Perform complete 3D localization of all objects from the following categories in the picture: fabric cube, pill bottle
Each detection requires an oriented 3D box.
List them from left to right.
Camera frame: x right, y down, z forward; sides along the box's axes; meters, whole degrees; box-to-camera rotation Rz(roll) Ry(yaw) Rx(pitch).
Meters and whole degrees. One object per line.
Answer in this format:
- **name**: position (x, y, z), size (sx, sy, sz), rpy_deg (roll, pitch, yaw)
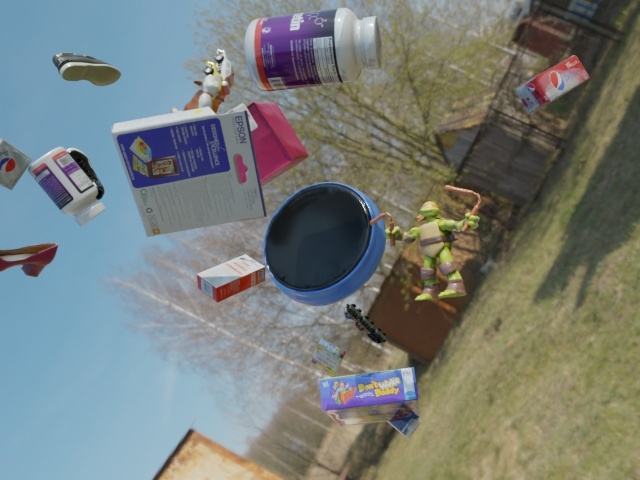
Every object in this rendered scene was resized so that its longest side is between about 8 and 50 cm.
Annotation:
- **pill bottle**: position (-0.649, -0.135, 1.586), size (0.108, 0.193, 0.108), rpy_deg (-34, 13, 9)
- **fabric cube**: position (-0.237, -0.342, 2.278), size (0.259, 0.254, 0.258), rpy_deg (-31, 5, 17)
- **pill bottle**: position (-0.014, -0.477, 1.534), size (0.181, 0.323, 0.181), rpy_deg (-2, -90, -76)
- **pill bottle**: position (0.229, 0.515, 1.795), size (0.067, 0.120, 0.067), rpy_deg (-43, -24, -24)

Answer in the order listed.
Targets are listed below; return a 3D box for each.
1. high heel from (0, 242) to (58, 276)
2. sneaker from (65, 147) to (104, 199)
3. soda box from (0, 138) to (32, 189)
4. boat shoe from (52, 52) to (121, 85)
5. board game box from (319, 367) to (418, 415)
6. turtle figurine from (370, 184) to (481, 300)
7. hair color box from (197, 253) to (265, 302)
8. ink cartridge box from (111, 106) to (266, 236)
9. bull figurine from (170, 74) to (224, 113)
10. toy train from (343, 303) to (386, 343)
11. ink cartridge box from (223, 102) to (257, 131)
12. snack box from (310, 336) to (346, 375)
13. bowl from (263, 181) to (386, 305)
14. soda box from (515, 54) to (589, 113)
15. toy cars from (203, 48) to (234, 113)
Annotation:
- **high heel**: position (-0.858, 0.032, 1.724), size (0.117, 0.082, 0.244), rpy_deg (-54, -32, 4)
- **sneaker**: position (-0.874, -0.243, 2.303), size (0.079, 0.121, 0.217), rpy_deg (-36, -39, -13)
- **soda box**: position (-0.858, -0.211, 1.576), size (0.091, 0.286, 0.098), rpy_deg (43, -110, -45)
- **boat shoe**: position (-0.697, -0.518, 1.841), size (0.081, 0.068, 0.228), rpy_deg (-45, -12, 22)
- **board game box**: position (0.140, 0.421, 1.619), size (0.347, 0.233, 0.078), rpy_deg (69, -166, -65)
- **turtle figurine**: position (0.226, 0.013, 1.267), size (0.087, 0.270, 0.217), rpy_deg (4, -102, -49)
- **hair color box**: position (-0.245, 0.103, 1.693), size (0.167, 0.093, 0.053), rpy_deg (-24, -52, -37)
- **ink cartridge box**: position (-0.306, -0.165, 1.478), size (0.072, 0.307, 0.303), rpy_deg (-110, 10, -52)
- **bull figurine**: position (-0.357, -0.324, 1.788), size (0.188, 0.101, 0.310), rpy_deg (1, 91, 55)
- **toy train**: position (0.101, 0.196, 1.440), size (0.036, 0.158, 0.027), rpy_deg (-24, 38, 29)
- **ink cartridge box**: position (-0.263, -0.361, 1.898), size (0.122, 0.088, 0.052), rpy_deg (-13, 24, 50)
- **snack box**: position (0.026, 0.407, 2.141), size (0.037, 0.100, 0.141), rpy_deg (-54, -12, -37)
- **bowl**: position (0.000, 0.000, 1.838), size (0.391, 0.391, 0.077), rpy_deg (-62, -34, -11)
- **soda box**: position (0.713, -0.480, 1.878), size (0.263, 0.092, 0.083), rpy_deg (-32, 1, -35)
- **toy cars**: position (-0.368, -0.595, 2.292), size (0.393, 0.087, 0.176), rpy_deg (-87, -4, -61)
